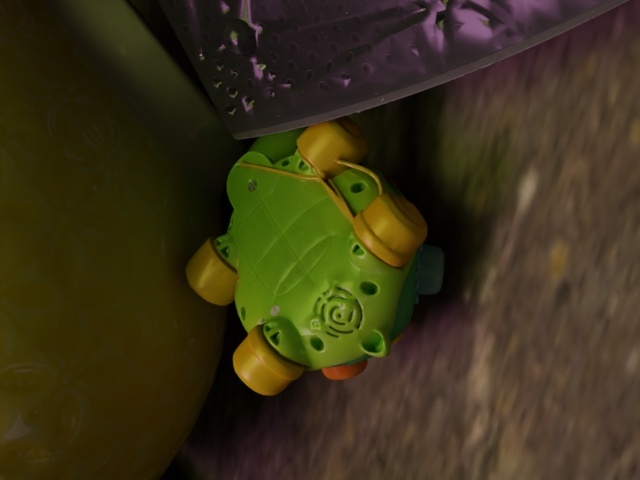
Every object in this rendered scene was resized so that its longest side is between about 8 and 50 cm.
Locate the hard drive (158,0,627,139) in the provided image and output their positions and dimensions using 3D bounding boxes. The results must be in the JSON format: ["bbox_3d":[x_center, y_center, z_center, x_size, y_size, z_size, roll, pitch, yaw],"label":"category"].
[{"bbox_3d":[0.024,-0.140,0.620,0.254,0.054,0.172,-18,103,48],"label":"hard drive"}]

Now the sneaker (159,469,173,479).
[{"bbox_3d":[-0.092,0.250,0.771,0.410,0.182,0.158,44,128,45],"label":"sneaker"}]

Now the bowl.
[{"bbox_3d":[-0.124,-0.032,0.790,0.156,0.289,0.289,-39,49,0],"label":"bowl"}]

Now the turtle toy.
[{"bbox_3d":[0.000,0.000,0.717,0.095,0.066,0.130,-47,49,18],"label":"turtle toy"}]
